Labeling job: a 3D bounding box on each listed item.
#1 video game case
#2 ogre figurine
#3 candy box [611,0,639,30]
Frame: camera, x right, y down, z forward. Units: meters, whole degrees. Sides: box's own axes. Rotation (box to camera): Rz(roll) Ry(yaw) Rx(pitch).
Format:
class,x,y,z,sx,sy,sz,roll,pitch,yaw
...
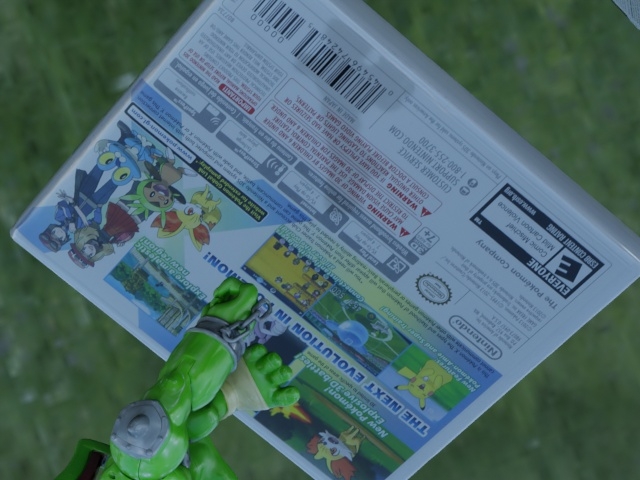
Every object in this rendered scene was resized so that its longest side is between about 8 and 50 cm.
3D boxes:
class,x,y,z,sx,sy,sz,roll,pitch,yaw
video game case,0.000,0.000,1.253,0.300,0.329,0.036,-45,-169,30
ogre figurine,-0.081,0.126,1.010,0.118,0.097,0.197,-42,171,-51
candy box,0.329,-0.173,1.347,0.159,0.233,0.071,-27,139,-8
